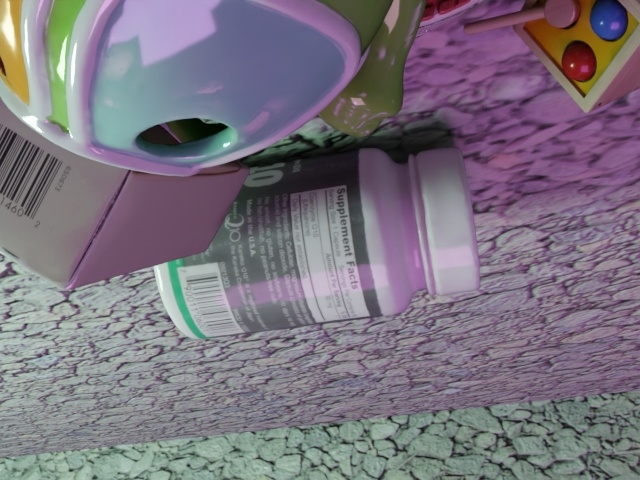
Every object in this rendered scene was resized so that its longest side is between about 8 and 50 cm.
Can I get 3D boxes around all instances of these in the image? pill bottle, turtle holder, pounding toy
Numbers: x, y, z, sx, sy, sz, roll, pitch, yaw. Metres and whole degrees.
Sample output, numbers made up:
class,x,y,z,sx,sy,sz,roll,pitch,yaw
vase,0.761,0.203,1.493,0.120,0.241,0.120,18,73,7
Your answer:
class,x,y,z,sx,sy,sz,roll,pitch,yaw
pill bottle,0.000,0.000,0.852,0.360,0.204,0.204,-8,152,9
turtle holder,-0.069,-0.168,0.436,0.228,0.243,0.320,-60,168,19
pounding toy,0.220,-0.194,0.603,0.100,0.141,0.130,-25,159,-21

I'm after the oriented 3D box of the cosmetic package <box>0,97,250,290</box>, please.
class,x,y,z,sx,sy,sz,roll,pitch,yaw
cosmetic package,-0.184,-0.059,0.605,0.160,0.113,0.309,31,-172,3

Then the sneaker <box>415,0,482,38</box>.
class,x,y,z,sx,sy,sz,roll,pitch,yaw
sneaker,0.047,-0.204,0.621,0.225,0.088,0.092,-15,171,21
